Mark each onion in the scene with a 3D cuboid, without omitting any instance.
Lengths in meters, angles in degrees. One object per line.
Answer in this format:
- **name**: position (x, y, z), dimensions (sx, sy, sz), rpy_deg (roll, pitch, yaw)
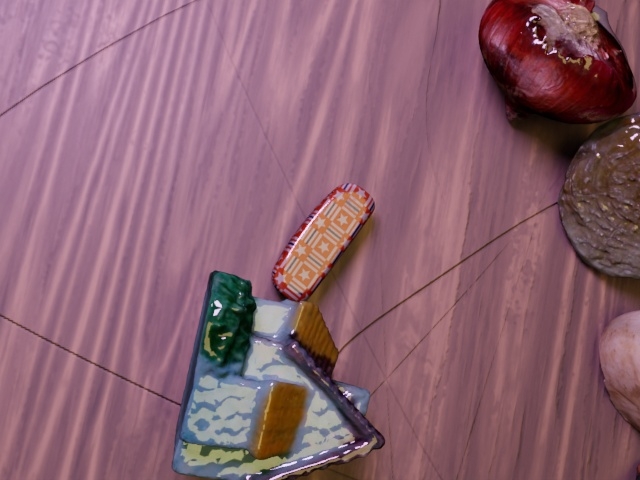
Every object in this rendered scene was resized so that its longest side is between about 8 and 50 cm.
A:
- **onion**: position (0.351, -0.274, 0.991), dimensions (0.272, 0.195, 0.272), rpy_deg (20, 47, -24)

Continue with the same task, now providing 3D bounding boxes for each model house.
- **model house**: position (-0.036, 0.171, 0.782), dimensions (0.248, 0.280, 0.230), rpy_deg (11, 86, -10)

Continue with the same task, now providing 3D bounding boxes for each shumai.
- **shumai**: position (0.576, -0.100, 1.050), dimensions (0.309, 0.304, 0.263), rpy_deg (43, 44, 4)

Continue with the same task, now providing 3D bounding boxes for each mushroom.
- **mushroom**: position (0.596, 0.221, 1.023), dimensions (0.195, 0.189, 0.254), rpy_deg (-37, 102, -13)

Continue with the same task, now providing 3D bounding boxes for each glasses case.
- **glasses case**: position (0.000, 0.000, 0.921), dimensions (0.073, 0.049, 0.194), rpy_deg (40, 77, -10)

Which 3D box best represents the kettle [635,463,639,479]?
- **kettle**: position (0.597, 0.476, 0.996), dimensions (0.240, 0.165, 0.255), rpy_deg (24, 45, 13)
